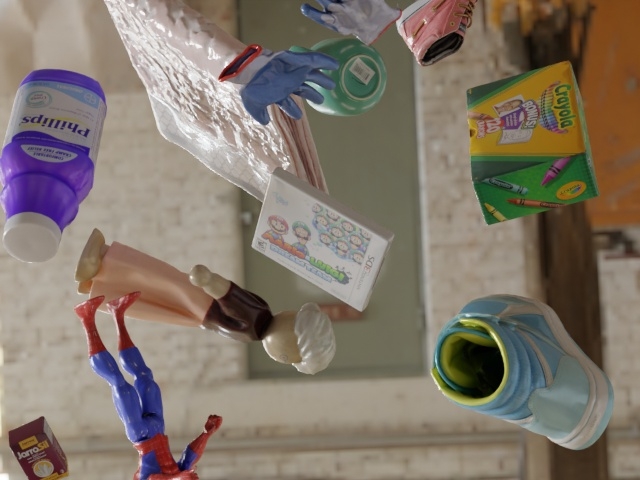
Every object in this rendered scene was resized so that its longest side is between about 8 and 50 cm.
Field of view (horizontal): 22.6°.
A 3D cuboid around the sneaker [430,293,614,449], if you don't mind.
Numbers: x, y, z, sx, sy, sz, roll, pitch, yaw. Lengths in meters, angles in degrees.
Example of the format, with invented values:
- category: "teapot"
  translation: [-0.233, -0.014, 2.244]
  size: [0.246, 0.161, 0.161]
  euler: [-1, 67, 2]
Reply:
- category: "sneaker"
  translation: [0.201, 0.124, 1.940]
  size: [0.208, 0.127, 0.319]
  euler: [22, -171, -28]

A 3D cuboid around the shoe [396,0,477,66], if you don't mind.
- category: "shoe"
  translation: [0.188, -0.312, 2.160]
  size: [0.178, 0.081, 0.063]
  euler: [-36, 147, 18]

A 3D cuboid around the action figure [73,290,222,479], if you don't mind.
- category: "action figure"
  translation: [-0.168, 0.185, 1.729]
  size: [0.139, 0.280, 0.091]
  euler: [-22, 170, 37]

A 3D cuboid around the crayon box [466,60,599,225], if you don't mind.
- category: "crayon box"
  translation: [0.305, -0.145, 2.328]
  size: [0.165, 0.081, 0.278]
  euler: [-15, -149, 13]

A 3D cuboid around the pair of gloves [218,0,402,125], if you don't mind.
- category: "pair of gloves"
  translation: [0.000, -0.180, 1.459]
  size: [0.198, 0.023, 0.159]
  euler: [-41, 158, 13]

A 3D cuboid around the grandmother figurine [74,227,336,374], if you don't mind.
- category: "grandmother figurine"
  translation: [-0.142, 0.088, 2.071]
  size: [0.342, 0.104, 0.208]
  euler: [19, 172, 1]

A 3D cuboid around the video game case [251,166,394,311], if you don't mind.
- category: "video game case"
  translation: [0.000, 0.000, 1.854]
  size: [0.157, 0.019, 0.143]
  euler: [30, 143, 10]

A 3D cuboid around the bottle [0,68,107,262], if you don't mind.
- category: "bottle"
  translation: [-0.336, -0.094, 1.971]
  size: [0.118, 0.283, 0.092]
  euler: [10, 134, -6]

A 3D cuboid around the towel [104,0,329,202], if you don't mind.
- category: "towel"
  translation: [-0.131, -0.173, 2.006]
  size: [0.332, 0.053, 0.317]
  euler: [35, 159, 31]

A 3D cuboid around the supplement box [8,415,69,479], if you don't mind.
- category: "supplement box"
  translation: [-0.388, 0.293, 2.209]
  size: [0.055, 0.083, 0.043]
  euler: [-24, -153, 0]

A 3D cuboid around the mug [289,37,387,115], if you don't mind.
- category: "mug"
  translation: [0.032, -0.266, 2.627]
  size: [0.157, 0.129, 0.097]
  euler: [-14, -167, -27]
